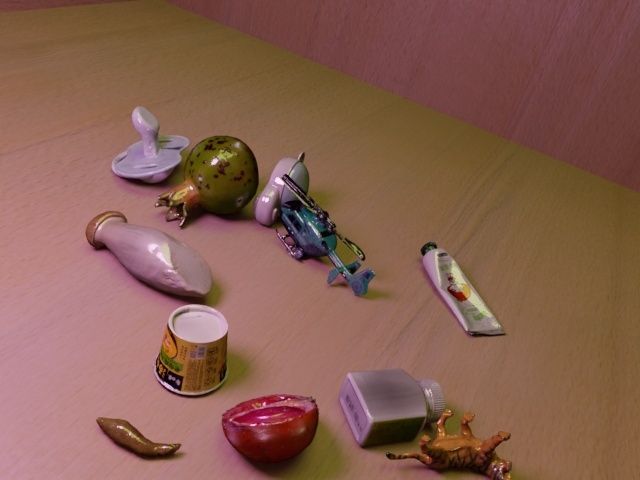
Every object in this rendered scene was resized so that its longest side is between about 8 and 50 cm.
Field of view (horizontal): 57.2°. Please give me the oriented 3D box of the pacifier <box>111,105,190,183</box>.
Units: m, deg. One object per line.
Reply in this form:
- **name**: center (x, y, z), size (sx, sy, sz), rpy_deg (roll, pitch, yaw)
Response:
- **pacifier**: center (-0.511, -0.287, 1.718), size (0.227, 0.207, 0.279), rpy_deg (-2, 32, 2)

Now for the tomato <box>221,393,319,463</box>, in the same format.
- **tomato**: center (-0.086, 0.341, 1.049), size (0.173, 0.099, 0.189), rpy_deg (-8, -3, -11)

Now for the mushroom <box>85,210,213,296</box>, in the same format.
- **mushroom**: center (-0.397, 0.030, 1.359), size (0.350, 0.128, 0.128), rpy_deg (26, 33, 23)

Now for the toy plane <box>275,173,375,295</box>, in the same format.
- **toy plane**: center (0.000, 0.000, 1.566), size (0.106, 0.155, 0.382), rpy_deg (-16, 61, -43)

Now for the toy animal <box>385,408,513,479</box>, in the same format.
- **toy animal**: center (0.238, 0.401, 1.120), size (0.255, 0.116, 0.114), rpy_deg (3, 11, -12)

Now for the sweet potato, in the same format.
- **sweet potato**: center (-0.315, 0.336, 0.998), size (0.153, 0.038, 0.041), rpy_deg (21, 55, 3)

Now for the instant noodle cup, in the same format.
- **instant noodle cup**: center (-0.244, 0.208, 1.149), size (0.151, 0.122, 0.151), rpy_deg (14, 30, -8)

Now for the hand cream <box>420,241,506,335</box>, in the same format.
- **hand cream**: center (0.376, 0.134, 1.624), size (0.121, 0.076, 0.336), rpy_deg (-3, 43, -26)

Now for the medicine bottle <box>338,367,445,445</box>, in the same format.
- **medicine bottle**: center (0.148, 0.328, 1.177), size (0.188, 0.088, 0.132), rpy_deg (2, 34, -23)

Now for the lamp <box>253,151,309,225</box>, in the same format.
- **lamp**: center (-0.102, -0.138, 1.710), size (0.108, 0.179, 0.246), rpy_deg (23, 51, 16)

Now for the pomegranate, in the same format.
- **pomegranate**: center (-0.291, -0.163, 1.601), size (0.231, 0.231, 0.286), rpy_deg (27, 40, 16)
